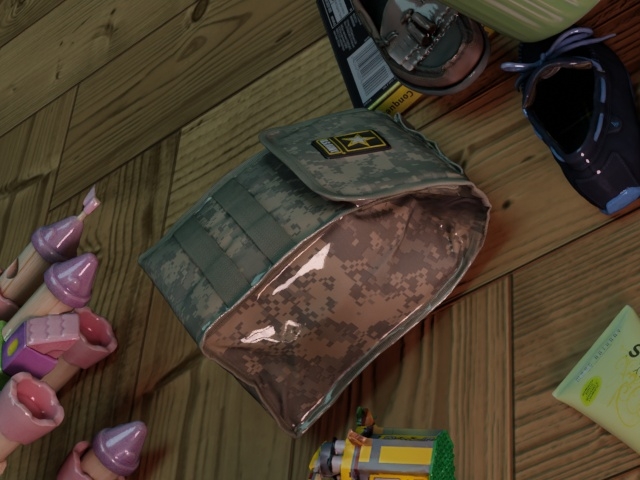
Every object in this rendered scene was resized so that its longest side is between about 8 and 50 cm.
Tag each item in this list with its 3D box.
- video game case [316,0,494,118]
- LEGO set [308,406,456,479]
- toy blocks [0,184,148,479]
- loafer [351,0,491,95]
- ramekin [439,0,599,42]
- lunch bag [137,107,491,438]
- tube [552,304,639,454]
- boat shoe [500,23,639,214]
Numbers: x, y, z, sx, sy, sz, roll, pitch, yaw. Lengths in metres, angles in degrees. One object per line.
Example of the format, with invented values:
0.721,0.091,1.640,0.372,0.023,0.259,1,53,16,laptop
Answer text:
0.115,-0.268,1.790,0.248,0.035,0.275,-41,32,17,video game case
-0.005,0.290,1.163,0.192,0.255,0.331,0,66,20,LEGO set
-0.318,0.102,1.703,0.260,0.309,0.289,-44,32,23,toy blocks
0.079,-0.223,1.672,0.096,0.084,0.267,-48,31,6,loafer
0.193,-0.321,1.463,0.303,0.148,0.303,-53,18,26,ramekin
0.000,0.000,1.545,0.287,0.169,0.235,-43,28,-1,lunch bag
0.247,0.126,1.204,0.070,0.062,0.240,-13,23,-14,tube
0.224,-0.132,1.459,0.109,0.089,0.258,-43,32,14,boat shoe
